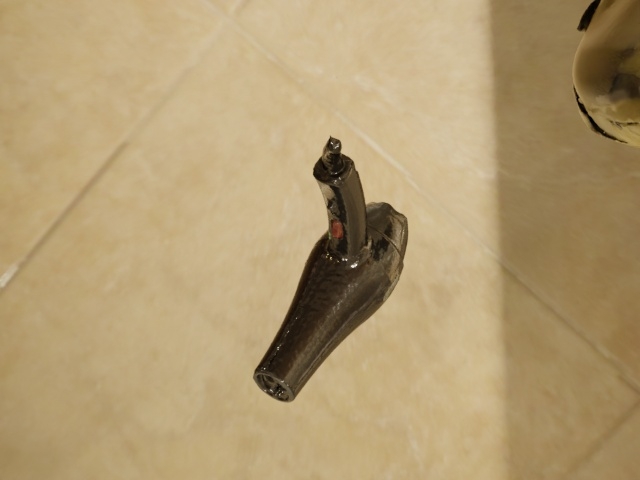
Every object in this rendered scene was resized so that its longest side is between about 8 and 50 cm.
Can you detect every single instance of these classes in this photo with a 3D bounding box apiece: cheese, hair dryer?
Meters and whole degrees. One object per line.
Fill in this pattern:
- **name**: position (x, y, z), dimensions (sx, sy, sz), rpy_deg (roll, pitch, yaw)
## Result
- **cheese**: position (0.344, -0.191, 1.111), dimensions (0.128, 0.316, 0.259), rpy_deg (36, 62, -23)
- **hair dryer**: position (0.000, 0.000, 1.119), dimensions (0.091, 0.271, 0.235), rpy_deg (21, 56, 24)
